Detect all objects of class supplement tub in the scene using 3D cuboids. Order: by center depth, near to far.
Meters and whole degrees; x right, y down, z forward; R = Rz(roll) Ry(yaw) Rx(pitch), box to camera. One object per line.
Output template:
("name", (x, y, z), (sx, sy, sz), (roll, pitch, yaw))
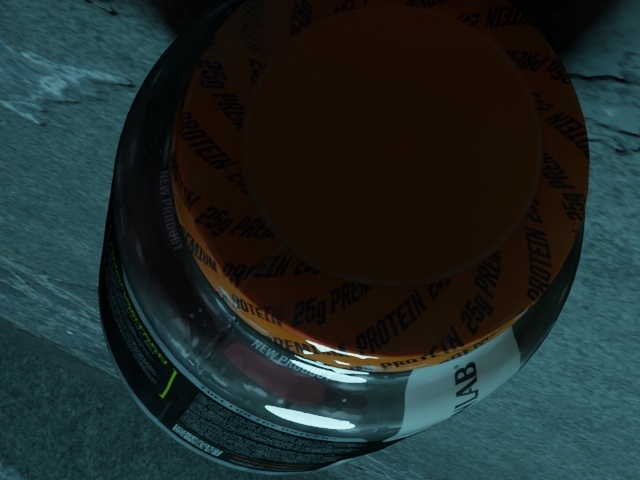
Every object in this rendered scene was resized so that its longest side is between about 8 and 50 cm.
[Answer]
("supplement tub", (0.000, 0.000, 0.793), (0.207, 0.207, 0.338), (23, 166, -4))
